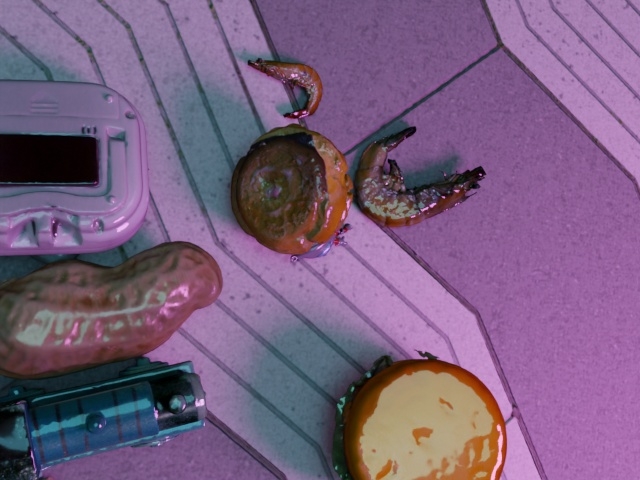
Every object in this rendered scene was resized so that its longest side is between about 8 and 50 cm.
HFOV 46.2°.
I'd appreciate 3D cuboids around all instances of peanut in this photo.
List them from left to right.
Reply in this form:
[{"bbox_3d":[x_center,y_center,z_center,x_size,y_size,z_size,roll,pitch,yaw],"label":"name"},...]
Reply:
[{"bbox_3d":[-0.284,0.087,0.975,0.325,0.140,0.153,-20,69,-22],"label":"peanut"}]

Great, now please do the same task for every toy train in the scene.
[{"bbox_3d":[-0.285,0.223,0.928,0.298,0.194,0.120,-11,86,-19],"label":"toy train"}]

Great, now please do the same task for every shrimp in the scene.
[{"bbox_3d":[-0.056,-0.236,1.143,0.127,0.025,0.091,19,80,-17],"label":"shrimp"},{"bbox_3d":[0.154,-0.106,1.184,0.217,0.051,0.150,-18,82,-15],"label":"shrimp"}]

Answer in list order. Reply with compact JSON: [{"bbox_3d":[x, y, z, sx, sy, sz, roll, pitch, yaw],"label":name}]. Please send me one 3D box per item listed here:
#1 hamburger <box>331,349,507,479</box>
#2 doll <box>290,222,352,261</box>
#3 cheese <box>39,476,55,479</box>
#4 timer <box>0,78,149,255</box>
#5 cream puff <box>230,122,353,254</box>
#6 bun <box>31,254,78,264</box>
[{"bbox_3d":[0.133,0.276,1.067,0.246,0.170,0.246,1,83,-5],"label":"hamburger"},{"bbox_3d":[0.001,0.000,1.126,0.114,0.039,0.057,-39,138,-26],"label":"doll"},{"bbox_3d":[-0.390,0.430,0.944,0.127,0.054,0.251,42,74,-5],"label":"cheese"},{"bbox_3d":[-0.356,-0.100,0.975,0.262,0.087,0.237,-2,66,-17],"label":"timer"},{"bbox_3d":[-0.039,-0.074,1.071,0.189,0.129,0.189,0,90,22],"label":"cream puff"},{"bbox_3d":[-0.359,-0.003,1.007,0.083,0.045,0.083,4,67,-8],"label":"bun"}]
